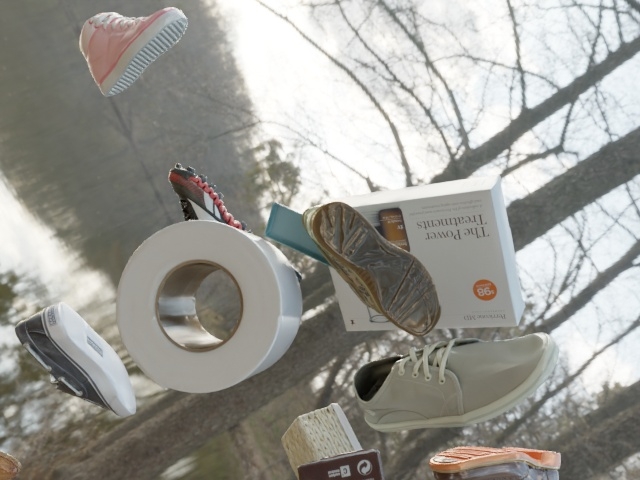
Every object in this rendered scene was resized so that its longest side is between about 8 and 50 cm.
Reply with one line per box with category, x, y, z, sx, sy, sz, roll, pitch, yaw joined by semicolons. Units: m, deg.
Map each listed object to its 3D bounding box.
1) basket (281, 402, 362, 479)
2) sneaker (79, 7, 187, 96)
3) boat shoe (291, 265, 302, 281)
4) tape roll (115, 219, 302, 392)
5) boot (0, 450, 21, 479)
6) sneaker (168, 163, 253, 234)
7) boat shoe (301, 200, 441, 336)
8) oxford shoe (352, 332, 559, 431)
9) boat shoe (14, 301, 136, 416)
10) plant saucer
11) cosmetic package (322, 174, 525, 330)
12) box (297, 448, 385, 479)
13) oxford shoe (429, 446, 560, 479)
basket;0.008;0.422;1.277;0.167;0.103;0.113;61;-41;32
sneaker;-0.187;-0.199;0.627;0.134;0.051;0.070;-26;-86;40
boat shoe;-0.095;0.076;1.330;0.040;0.049;0.142;36;-26;-34
tape roll;-0.160;0.098;0.993;0.246;0.246;0.169;64;6;7
boot;-0.598;0.412;1.047;0.152;0.197;0.073;-100;-162;-52
sneaker;-0.286;-0.055;1.582;0.098;0.135;0.276;12;-36;54
boat shoe;0.086;0.042;1.060;0.285;0.104;0.089;48;-13;-17
oxford shoe;0.221;0.251;1.205;0.449;0.169;0.130;-27;-74;43
boat shoe;-0.445;0.237;1.204;0.108;0.102;0.301;-112;179;-46
plant saucer;0.000;0.000;1.080;0.192;0.018;0.067;25;-63;13
cosmetic package;0.199;0.038;1.339;0.097;0.377;0.284;-43;121;-54
box;0.065;0.543;1.022;0.191;0.143;0.381;83;-5;-63
oxford shoe;0.358;0.479;1.292;0.130;0.364;0.132;-15;-114;53
